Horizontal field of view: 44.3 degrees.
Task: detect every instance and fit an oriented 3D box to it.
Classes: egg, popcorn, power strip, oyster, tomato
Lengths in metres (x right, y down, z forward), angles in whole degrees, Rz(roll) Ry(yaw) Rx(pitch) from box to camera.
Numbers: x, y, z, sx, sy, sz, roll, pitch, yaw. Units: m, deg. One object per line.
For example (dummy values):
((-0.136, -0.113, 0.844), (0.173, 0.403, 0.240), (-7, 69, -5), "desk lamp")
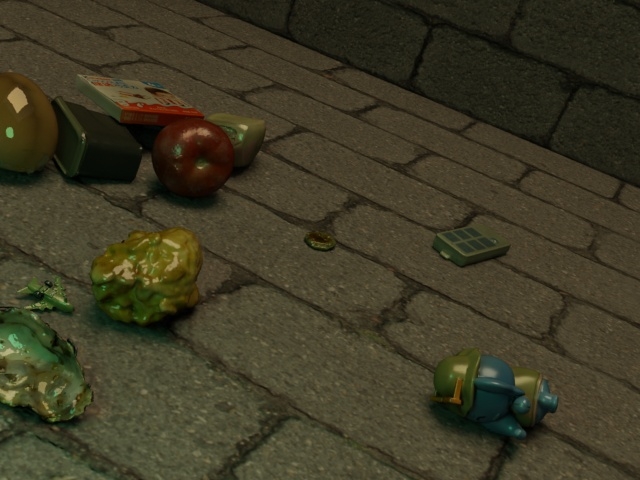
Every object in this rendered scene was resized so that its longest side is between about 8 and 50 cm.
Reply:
((-0.727, -0.276, 1.866), (0.201, 0.244, 0.201), (-4, 3, 0), "egg")
((-0.324, 0.059, 1.521), (0.191, 0.190, 0.253), (28, 23, 4), "popcorn")
((0.434, 0.011, 2.240), (0.270, 0.046, 0.118), (-11, 38, -45), "power strip")
((-0.497, 0.205, 1.268), (0.294, 0.094, 0.166), (37, 49, 14), "oyster")
((-0.327, -0.213, 2.017), (0.208, 0.208, 0.184), (5, 14, -24), "tomato")

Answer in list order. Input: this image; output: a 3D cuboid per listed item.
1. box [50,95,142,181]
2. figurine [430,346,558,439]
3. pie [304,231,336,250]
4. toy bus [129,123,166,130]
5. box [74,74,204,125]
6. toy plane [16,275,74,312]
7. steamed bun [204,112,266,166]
((-0.588, -0.253, 2.024), (0.178, 0.138, 0.274), (8, 27, -39), "box")
((0.348, 0.296, 1.531), (0.262, 0.153, 0.180), (14, 15, 0), "figurine")
((0.000, 0.000, 2.016), (0.084, 0.020, 0.084), (14, 27, -7), "pie")
((-0.486, -0.366, 2.346), (0.167, 0.076, 0.073), (8, 27, -19), "toy bus")
((-0.511, -0.394, 2.226), (0.273, 0.048, 0.265), (-5, 32, -46), "box")
((-0.510, 0.105, 1.478), (0.111, 0.040, 0.102), (22, 46, 12), "toy plane")
((-0.253, -0.285, 2.273), (0.170, 0.152, 0.238), (14, 11, 7), "steamed bun")
